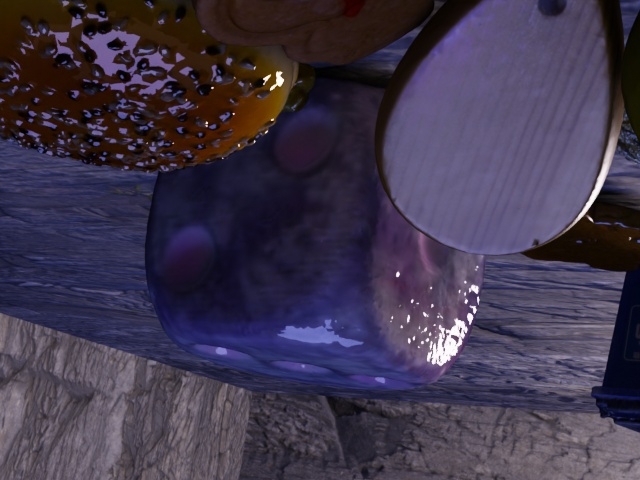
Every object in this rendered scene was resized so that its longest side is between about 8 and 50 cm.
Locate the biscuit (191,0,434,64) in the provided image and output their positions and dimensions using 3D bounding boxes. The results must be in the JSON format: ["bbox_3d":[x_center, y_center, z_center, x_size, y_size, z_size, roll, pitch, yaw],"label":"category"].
[{"bbox_3d":[0.003,-0.196,0.759,0.202,0.047,0.334,-29,159,5],"label":"biscuit"}]

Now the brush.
[{"bbox_3d":[0.149,-0.129,0.937,0.174,0.166,0.267,22,125,1],"label":"brush"}]

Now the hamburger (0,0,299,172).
[{"bbox_3d":[-0.160,-0.156,0.956,0.300,0.176,0.300,8,164,2],"label":"hamburger"}]

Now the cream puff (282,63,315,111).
[{"bbox_3d":[-0.046,-0.150,1.137,0.083,0.083,0.058,-35,-176,9],"label":"cream puff"}]

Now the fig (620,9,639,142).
[{"bbox_3d":[0.309,-0.126,0.792,0.207,0.207,0.230,13,127,-19],"label":"fig"}]

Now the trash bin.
[{"bbox_3d":[0.471,0.140,1.644,0.162,0.235,0.184,-2,163,40],"label":"trash bin"}]

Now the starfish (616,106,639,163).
[{"bbox_3d":[0.271,-0.107,1.144,0.208,0.053,0.176,12,168,-7],"label":"starfish"}]

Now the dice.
[{"bbox_3d":[0.000,0.000,1.282,0.271,0.270,0.270,-1,162,34],"label":"dice"}]

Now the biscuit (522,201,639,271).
[{"bbox_3d":[0.318,-0.014,1.516,0.208,0.041,0.290,-1,164,36],"label":"biscuit"}]
